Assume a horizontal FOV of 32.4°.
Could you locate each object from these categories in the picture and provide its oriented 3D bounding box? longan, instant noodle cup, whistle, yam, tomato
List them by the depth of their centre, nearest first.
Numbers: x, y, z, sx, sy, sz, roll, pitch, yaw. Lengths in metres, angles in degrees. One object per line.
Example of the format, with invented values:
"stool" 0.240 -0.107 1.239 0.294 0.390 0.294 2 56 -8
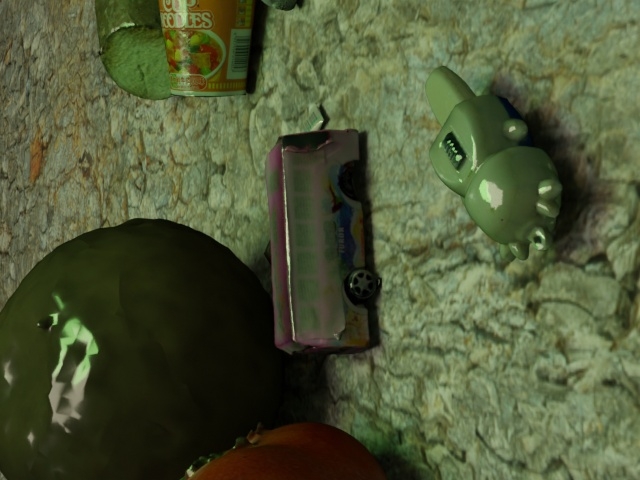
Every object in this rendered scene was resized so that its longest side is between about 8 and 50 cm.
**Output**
"whistle" 0.163 -0.080 1.055 0.110 0.092 0.244 -65 37 38
"tomato" -0.042 0.365 1.198 0.321 0.321 0.321 -11 78 61
"longan" -0.243 0.178 1.450 0.436 0.404 0.404 -87 20 -48
"instant noodle cup" -0.167 -0.310 1.642 0.168 0.168 0.185 24 115 60
"yam" -0.304 -0.407 1.886 0.168 0.168 0.304 -42 49 52

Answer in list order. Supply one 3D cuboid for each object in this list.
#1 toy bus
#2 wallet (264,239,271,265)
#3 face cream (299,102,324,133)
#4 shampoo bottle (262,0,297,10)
"toy bus" 0.000 0.000 1.335 0.090 0.112 0.274 148 121 -65
"wallet" -0.027 0.036 1.462 0.176 0.026 0.095 58 134 46
"face cream" -0.022 -0.130 1.475 0.115 0.020 0.038 -64 35 34
"shampoo bottle" -0.026 -0.408 1.467 0.057 0.063 0.207 55 134 33
